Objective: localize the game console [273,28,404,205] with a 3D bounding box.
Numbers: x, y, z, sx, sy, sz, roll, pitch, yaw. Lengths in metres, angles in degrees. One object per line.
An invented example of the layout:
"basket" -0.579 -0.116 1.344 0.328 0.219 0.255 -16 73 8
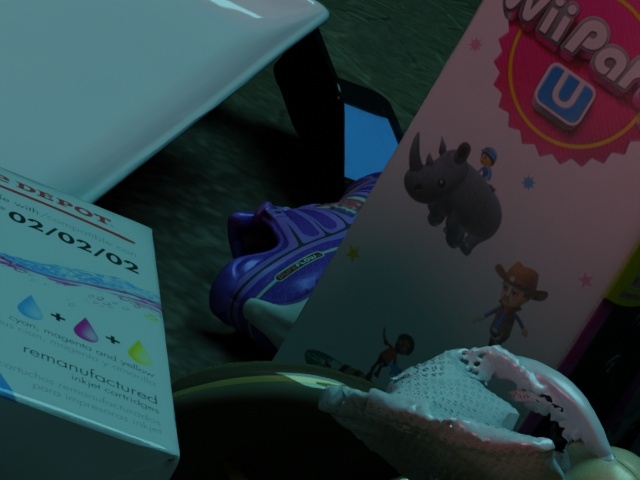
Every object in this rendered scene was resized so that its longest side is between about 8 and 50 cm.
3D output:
"game console" 0.021 -0.070 0.897 0.107 0.071 0.122 17 36 -30

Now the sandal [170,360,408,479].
"sandal" 0.022 0.092 0.540 0.180 0.072 0.049 30 40 -10

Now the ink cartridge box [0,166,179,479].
"ink cartridge box" -0.105 0.023 0.526 0.104 0.061 0.181 23 19 -18

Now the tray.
"tray" -0.108 -0.079 0.724 0.145 0.030 0.270 29 32 9

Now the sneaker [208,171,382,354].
"sneaker" 0.000 0.000 0.735 0.071 0.068 0.170 25 19 6

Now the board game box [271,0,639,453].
"board game box" 0.136 -0.038 0.649 0.097 0.303 0.224 39 21 28

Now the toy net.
"toy net" 0.107 0.083 0.499 0.232 0.045 0.122 27 -19 -4

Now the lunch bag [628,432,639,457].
"lunch bag" 0.160 0.084 0.638 0.096 0.128 0.151 32 17 7
